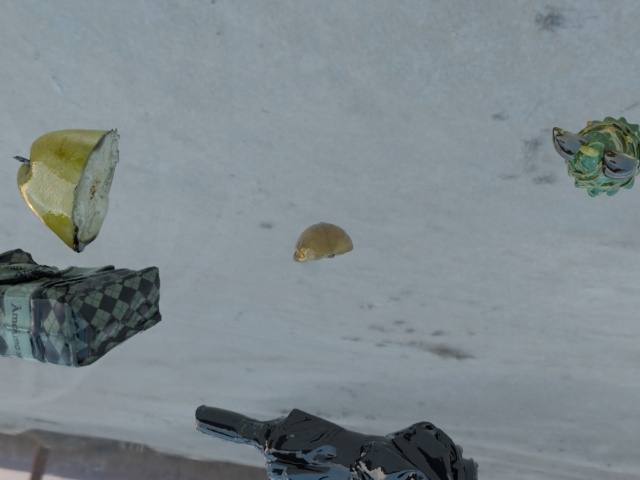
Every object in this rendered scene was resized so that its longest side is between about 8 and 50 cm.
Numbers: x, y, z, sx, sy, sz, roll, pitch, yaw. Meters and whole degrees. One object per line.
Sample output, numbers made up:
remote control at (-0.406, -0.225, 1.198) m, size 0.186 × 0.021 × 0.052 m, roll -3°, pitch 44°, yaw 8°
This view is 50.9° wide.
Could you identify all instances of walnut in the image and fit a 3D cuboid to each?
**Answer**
walnut at (0.000, 0.000, 1.003) m, size 0.091 × 0.052 × 0.121 m, roll -13°, pitch -177°, yaw -9°

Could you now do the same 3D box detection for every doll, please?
doll at (0.251, -0.068, 0.620) m, size 0.078 × 0.113 × 0.077 m, roll 29°, pitch 124°, yaw 26°

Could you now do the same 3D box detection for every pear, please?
pear at (-0.525, -0.121, 1.372) m, size 0.178 × 0.267 × 0.267 m, roll 17°, pitch 158°, yaw -1°

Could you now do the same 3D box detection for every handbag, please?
handbag at (-0.569, 0.114, 1.377) m, size 0.415 × 0.180 × 0.316 m, roll 5°, pitch -165°, yaw 19°

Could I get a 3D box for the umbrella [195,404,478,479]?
umbrella at (0.008, 0.241, 0.762) m, size 0.340 × 0.118 × 0.118 m, roll 11°, pitch 160°, yaw 21°
